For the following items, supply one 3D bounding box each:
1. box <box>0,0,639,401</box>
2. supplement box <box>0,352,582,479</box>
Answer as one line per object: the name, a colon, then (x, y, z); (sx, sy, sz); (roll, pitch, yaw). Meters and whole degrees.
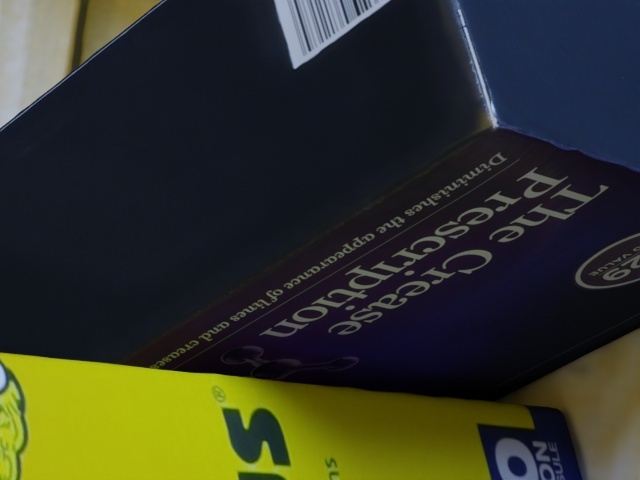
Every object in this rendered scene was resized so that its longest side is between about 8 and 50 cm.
box: (0.000, 0.000, 0.571); (0.261, 0.184, 0.103); (-32, 64, 34)
supplement box: (-0.078, 0.156, 0.496); (0.195, 0.357, 0.194); (-29, 65, 36)
